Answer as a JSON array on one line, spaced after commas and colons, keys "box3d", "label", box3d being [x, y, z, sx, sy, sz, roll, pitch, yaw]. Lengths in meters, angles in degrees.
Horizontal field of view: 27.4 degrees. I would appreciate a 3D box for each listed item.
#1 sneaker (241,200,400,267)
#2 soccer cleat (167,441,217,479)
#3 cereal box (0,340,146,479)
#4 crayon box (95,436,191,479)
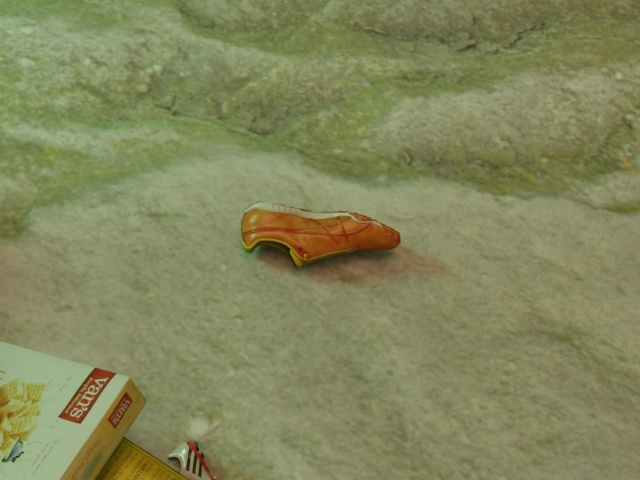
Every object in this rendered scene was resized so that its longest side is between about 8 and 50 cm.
[{"box3d": [0.000, 0.000, 1.433, 0.175, 0.064, 0.067, 4, 79, 0], "label": "sneaker"}, {"box3d": [-0.121, 0.235, 1.286, 0.036, 0.029, 0.083, -27, 63, -12], "label": "soccer cleat"}, {"box3d": [-0.303, 0.179, 1.221, 0.240, 0.047, 0.173, 9, 52, 32], "label": "cereal box"}, {"box3d": [-0.141, 0.331, 1.193, 0.319, 0.081, 0.202, 31, 60, 12], "label": "crayon box"}]
